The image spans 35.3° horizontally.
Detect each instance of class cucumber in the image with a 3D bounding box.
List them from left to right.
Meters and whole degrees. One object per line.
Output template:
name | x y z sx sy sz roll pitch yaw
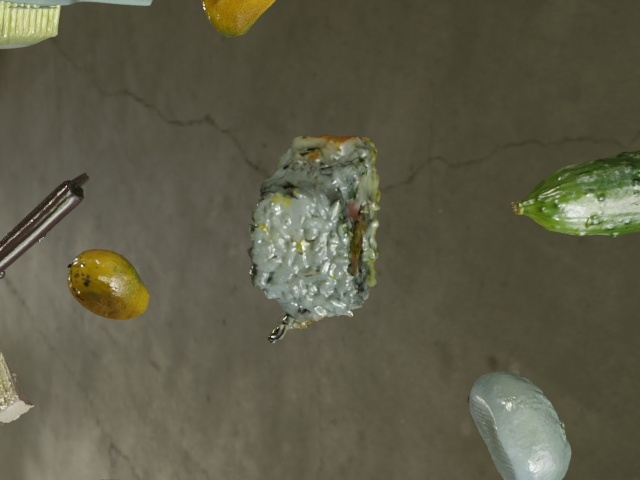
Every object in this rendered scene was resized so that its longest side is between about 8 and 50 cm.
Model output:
cucumber | 0.406 -0.065 1.516 0.134 0.244 0.134 171 90 -79

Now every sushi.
sushi | 0.000 0.000 1.273 0.139 0.184 0.274 5 113 20

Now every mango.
mango | -0.241 0.053 1.151 0.079 0.114 0.057 -26 48 19
mango | -0.106 -0.362 1.363 0.115 0.089 0.165 43 122 -10

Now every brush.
brush | -0.233 -0.195 0.860 0.068 0.297 0.060 20 108 17

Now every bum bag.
bum bag | -0.255 -0.017 0.918 0.026 0.109 0.159 47 -179 -11

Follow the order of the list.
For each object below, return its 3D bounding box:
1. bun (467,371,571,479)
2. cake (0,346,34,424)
bun | 0.218 0.200 1.083 0.141 0.083 0.141 62 174 12
cake | -0.459 0.199 1.431 0.121 0.052 0.065 57 174 25
